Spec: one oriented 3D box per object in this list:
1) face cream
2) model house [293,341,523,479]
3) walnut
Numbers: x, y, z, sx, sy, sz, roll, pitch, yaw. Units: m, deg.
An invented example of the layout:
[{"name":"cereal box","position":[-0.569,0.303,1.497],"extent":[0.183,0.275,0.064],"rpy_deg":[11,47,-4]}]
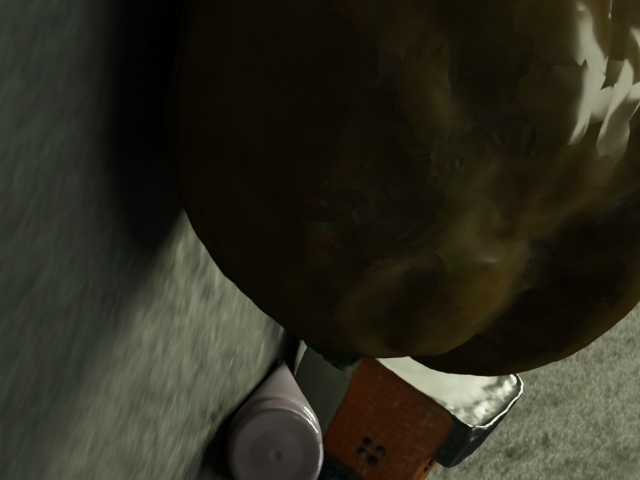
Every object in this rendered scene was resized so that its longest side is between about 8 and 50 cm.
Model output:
[{"name":"face cream","position":[-0.052,0.205,1.159],"extent":[0.274,0.096,0.154],"rpy_deg":[142,-39,-84]},{"name":"model house","position":[0.059,0.233,1.384],"extent":[0.190,0.271,0.301],"rpy_deg":[-18,140,-62]},{"name":"walnut","position":[0.070,-0.105,0.687],"extent":[0.383,0.384,0.383],"rpy_deg":[15,90,-81]}]
